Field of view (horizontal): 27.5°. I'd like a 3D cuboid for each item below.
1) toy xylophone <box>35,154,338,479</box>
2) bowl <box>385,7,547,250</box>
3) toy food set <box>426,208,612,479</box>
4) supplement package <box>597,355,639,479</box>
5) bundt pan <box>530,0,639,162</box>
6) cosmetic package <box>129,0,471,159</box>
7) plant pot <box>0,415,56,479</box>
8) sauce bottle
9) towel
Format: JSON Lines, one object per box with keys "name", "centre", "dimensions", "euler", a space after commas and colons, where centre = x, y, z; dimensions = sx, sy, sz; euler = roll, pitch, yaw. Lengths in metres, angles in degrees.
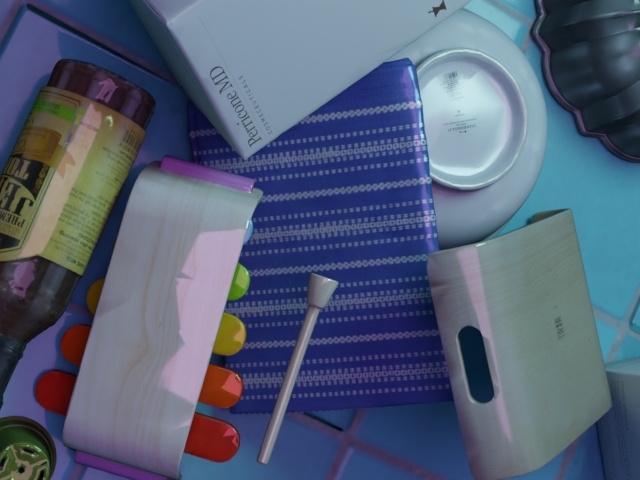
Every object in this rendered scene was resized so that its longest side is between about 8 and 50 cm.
{"name": "toy xylophone", "centre": [-0.125, 0.090, 1.245], "dimensions": [0.236, 0.081, 0.323], "euler": [24, 90, 2]}
{"name": "bowl", "centre": [0.123, -0.118, 1.350], "dimensions": [0.298, 0.134, 0.298], "euler": [0, 89, -19]}
{"name": "toy food set", "centre": [0.199, 0.095, 1.320], "dimensions": [0.306, 0.092, 0.220], "euler": [-17, 96, -60]}
{"name": "supplement package", "centre": [0.440, 0.211, 1.366], "dimensions": [0.177, 0.293, 0.175], "euler": [-9, 91, -18]}
{"name": "bundt pan", "centre": [0.408, -0.250, 1.456], "dimensions": [0.331, 0.124, 0.331], "euler": [1, 88, -18]}
{"name": "cosmetic package", "centre": [0.009, -0.272, 1.213], "dimensions": [0.365, 0.155, 0.197], "euler": [-37, 140, -5]}
{"name": "plant pot", "centre": [-0.285, 0.211, 1.231], "dimensions": [0.083, 0.079, 0.083], "euler": [1, 88, -20]}
{"name": "sauce bottle", "centre": [-0.267, 0.001, 1.225], "dimensions": [0.111, 0.111, 0.344], "euler": [25, 79, -17]}
{"name": "towel", "centre": [0.000, 0.000, 1.289], "dimensions": [0.243, 0.040, 0.336], "euler": [-6, 92, 20]}
